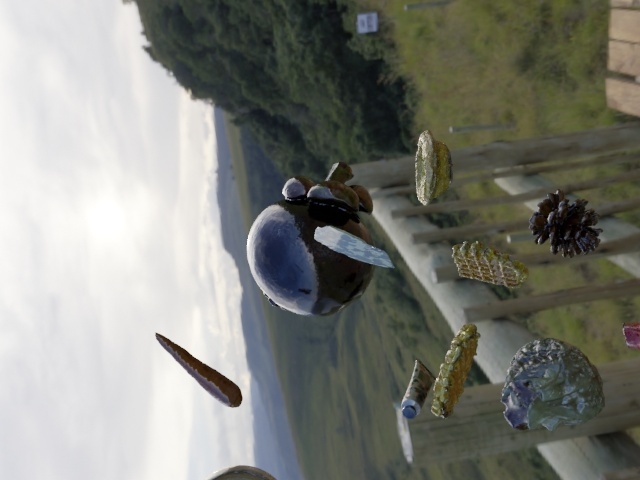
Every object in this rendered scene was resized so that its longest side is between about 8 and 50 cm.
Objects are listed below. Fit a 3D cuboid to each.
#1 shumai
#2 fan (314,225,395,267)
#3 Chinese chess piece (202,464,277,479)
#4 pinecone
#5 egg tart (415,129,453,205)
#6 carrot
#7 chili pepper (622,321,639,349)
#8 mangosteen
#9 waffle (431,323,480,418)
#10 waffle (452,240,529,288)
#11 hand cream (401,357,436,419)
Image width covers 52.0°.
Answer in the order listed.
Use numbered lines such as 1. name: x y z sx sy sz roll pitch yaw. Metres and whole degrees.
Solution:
1. shumai: 0.558 0.367 1.645 0.256 0.218 0.189 24 121 45
2. fan: 0.061 0.012 1.203 0.240 0.131 0.009 31 -112 -52
3. Chinese chess piece: -0.183 0.630 1.457 0.103 0.250 0.249 110 153 -70
4. pinecone: 0.685 -0.040 1.826 0.195 0.179 0.150 39 179 15
5. egg tart: 0.274 -0.175 1.597 0.191 0.074 0.191 178 90 -88
6. carrot: -0.236 0.247 1.260 0.216 0.048 0.048 41 -177 -8
7. chili pepper: 0.943 0.270 1.844 0.192 0.086 0.084 -5 73 48
8. mangosteen: 0.000 0.000 1.828 0.435 0.382 0.382 -58 11 9
9. waffle: 0.421 0.398 2.035 0.329 0.062 0.329 -44 -37 -45
10. waffle: 0.520 0.068 2.016 0.219 0.229 0.057 50 -123 -55
11. hand cream: 0.309 0.469 2.071 0.095 0.059 0.276 47 -152 -1
